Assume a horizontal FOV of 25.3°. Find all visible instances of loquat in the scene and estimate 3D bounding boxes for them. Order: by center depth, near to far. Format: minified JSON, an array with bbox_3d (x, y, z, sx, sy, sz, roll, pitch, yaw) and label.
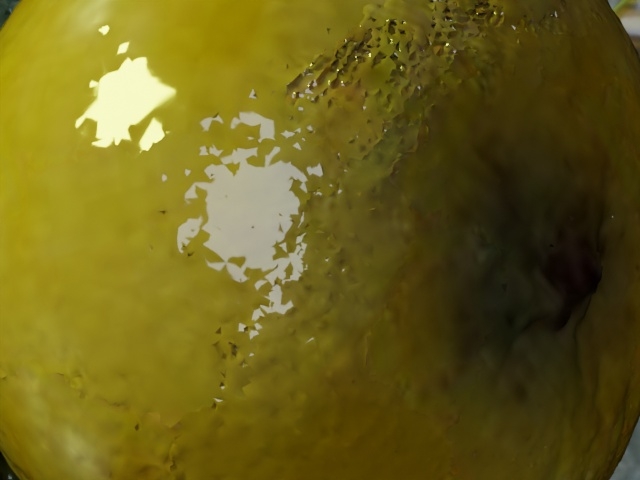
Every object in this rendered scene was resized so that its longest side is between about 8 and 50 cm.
[{"bbox_3d":[0.000,0.000,0.497,0.263,0.263,0.263,-1,79,7],"label":"loquat"}]

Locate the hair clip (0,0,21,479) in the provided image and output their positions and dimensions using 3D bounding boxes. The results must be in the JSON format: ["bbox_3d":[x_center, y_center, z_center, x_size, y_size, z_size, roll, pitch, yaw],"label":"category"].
[{"bbox_3d":[-0.176,-0.017,0.606,0.138,0.091,0.321,-6,77,9],"label":"hair clip"}]

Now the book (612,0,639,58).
[{"bbox_3d":[0.363,-0.043,0.571,0.428,0.039,0.300,44,87,13],"label":"book"}]
